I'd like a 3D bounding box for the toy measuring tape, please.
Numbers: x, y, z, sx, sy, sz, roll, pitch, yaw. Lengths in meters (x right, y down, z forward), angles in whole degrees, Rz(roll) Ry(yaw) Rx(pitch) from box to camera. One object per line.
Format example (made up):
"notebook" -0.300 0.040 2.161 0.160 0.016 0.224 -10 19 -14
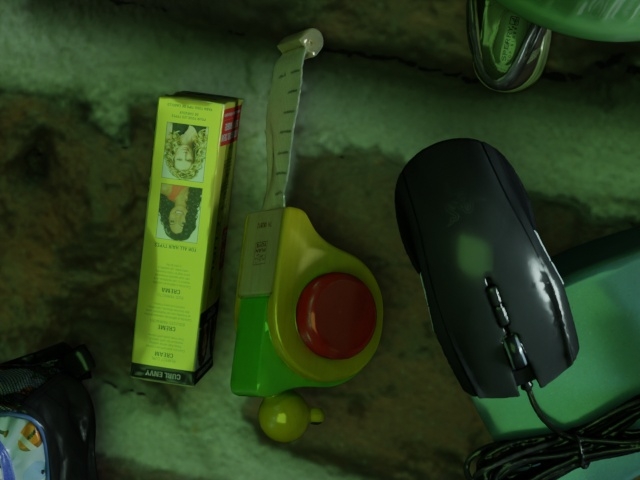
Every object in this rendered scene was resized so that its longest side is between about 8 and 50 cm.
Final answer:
"toy measuring tape" 0.000 0.000 1.265 0.121 0.121 0.330 5 81 9

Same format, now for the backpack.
"backpack" -0.327 0.227 1.299 0.263 0.213 0.277 3 102 20

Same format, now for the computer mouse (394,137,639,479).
"computer mouse" 0.163 0.045 1.089 0.184 0.060 0.262 -15 93 6

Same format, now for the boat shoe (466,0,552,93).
"boat shoe" 0.153 -0.224 1.207 0.080 0.073 0.224 6 99 9

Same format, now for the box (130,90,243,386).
"box" -0.110 -0.003 1.281 0.058 0.087 0.232 7 98 7

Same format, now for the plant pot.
"plant pot" 0.233 0.078 1.193 0.234 0.166 0.165 -28 92 10

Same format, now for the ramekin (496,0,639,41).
"ramekin" 0.223 -0.304 1.104 0.303 0.148 0.303 0 85 -1
